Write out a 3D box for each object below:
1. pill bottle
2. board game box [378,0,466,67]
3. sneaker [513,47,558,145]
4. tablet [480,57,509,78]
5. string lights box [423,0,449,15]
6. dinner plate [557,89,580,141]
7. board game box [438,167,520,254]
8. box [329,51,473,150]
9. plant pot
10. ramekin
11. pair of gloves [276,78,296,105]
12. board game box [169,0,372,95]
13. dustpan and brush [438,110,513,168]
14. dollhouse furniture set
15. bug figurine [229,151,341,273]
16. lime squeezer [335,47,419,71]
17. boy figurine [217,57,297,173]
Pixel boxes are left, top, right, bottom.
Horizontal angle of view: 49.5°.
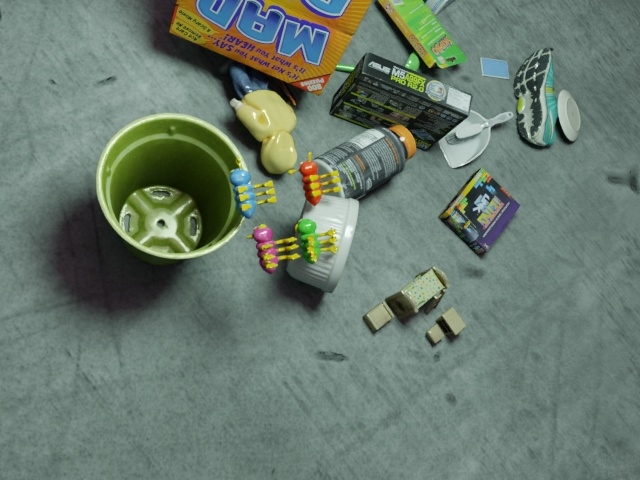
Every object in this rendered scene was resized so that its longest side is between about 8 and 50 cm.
[{"bbox_3d":[0.104,-0.179,1.596,0.245,0.130,0.131,-31,86,-25],"label":"pill bottle"},{"bbox_3d":[0.262,-0.543,1.783,0.124,0.039,0.259,-25,73,-39],"label":"board game box"},{"bbox_3d":[0.588,-0.381,1.864,0.109,0.107,0.276,17,73,-35],"label":"sneaker"},{"bbox_3d":[0.472,-0.466,1.882,0.083,0.006,0.054,3,74,-18],"label":"tablet"},{"bbox_3d":[0.278,-0.748,1.858,0.133,0.077,0.260,-40,90,-24],"label":"string lights box"},{"bbox_3d":[0.676,-0.338,1.875,0.141,0.017,0.141,14,71,-47],"label":"dinner plate"},{"bbox_3d":[0.393,-0.072,1.713,0.141,0.048,0.170,42,65,-2],"label":"board game box"},{"bbox_3d":[0.182,-0.316,1.619,0.269,0.216,0.060,19,70,-13],"label":"box"},{"bbox_3d":[-0.296,-0.067,1.352,0.275,0.254,0.276,5,72,-17],"label":"plant pot"},{"bbox_3d":[0.000,0.000,1.472,0.108,0.207,0.207,16,69,-4],"label":"ramekin"},{"bbox_3d":[-0.080,-0.350,1.611,0.010,0.083,0.074,-30,110,10],"label":"pair of gloves"},{"bbox_3d":[-0.071,-0.610,1.487,0.356,0.356,0.357,21,50,-13],"label":"board game box"},{"bbox_3d":[0.398,-0.285,1.771,0.211,0.060,0.147,-21,82,-24],"label":"dustpan and brush"},{"bbox_3d":[0.223,0.177,1.548,0.181,0.101,0.161,-35,88,-25],"label":"dollhouse furniture set"},{"bbox_3d":[-0.067,-0.052,1.296,0.279,0.072,0.217,-13,95,-50],"label":"bug figurine"},{"bbox_3d":[0.179,-0.455,1.747,0.310,0.059,0.110,-27,85,-24],"label":"lime squeezer"},{"bbox_3d":[-0.122,-0.284,1.568,0.177,0.092,0.285,-20,85,-50],"label":"boy figurine"}]
